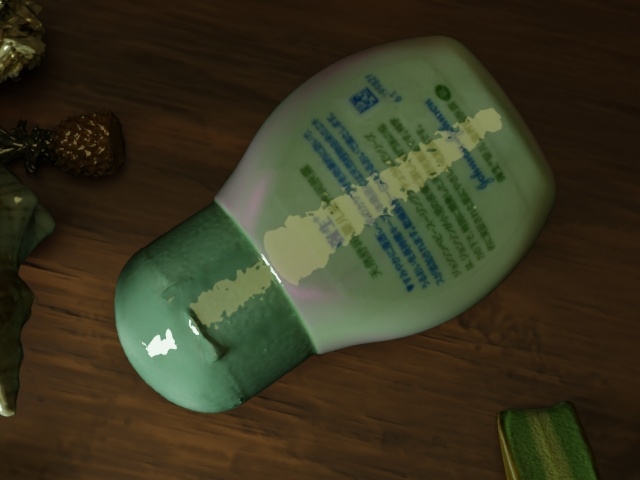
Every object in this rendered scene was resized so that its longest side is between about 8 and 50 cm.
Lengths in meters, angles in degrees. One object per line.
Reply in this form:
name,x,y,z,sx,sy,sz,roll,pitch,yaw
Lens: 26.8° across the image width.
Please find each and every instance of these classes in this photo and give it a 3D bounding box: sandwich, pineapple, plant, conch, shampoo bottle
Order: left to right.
conch,-0.321,-0.007,1.036,0.203,0.170,0.386,-30,48,-15
plant,-0.282,-0.174,1.071,0.116,0.104,0.122,-14,123,1
pineapple,-0.225,-0.076,1.103,0.124,0.058,0.058,-4,81,9
shampoo bottle,0.000,0.000,1.051,0.349,0.151,0.222,-34,91,-9
sandwich,0.191,0.188,1.072,0.074,0.074,0.116,-9,82,-6
